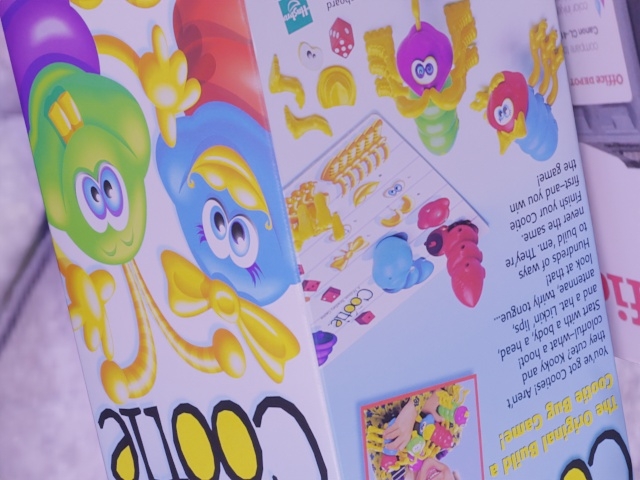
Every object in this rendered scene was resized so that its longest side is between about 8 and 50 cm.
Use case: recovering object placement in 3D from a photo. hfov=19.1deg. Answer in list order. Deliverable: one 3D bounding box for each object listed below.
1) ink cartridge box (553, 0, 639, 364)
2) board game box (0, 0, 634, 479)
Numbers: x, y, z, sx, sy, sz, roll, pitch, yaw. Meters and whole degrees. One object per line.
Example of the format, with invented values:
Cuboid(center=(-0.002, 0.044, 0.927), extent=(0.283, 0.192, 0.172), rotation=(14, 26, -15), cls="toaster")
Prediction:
Cuboid(center=(0.122, -0.117, 0.716), extent=(0.131, 0.226, 0.306), rotation=(-18, 106, -24), cls="ink cartridge box")
Cuboid(center=(0.000, 0.000, 0.680), extent=(0.144, 0.142, 0.275), rotation=(-22, 107, -39), cls="board game box")
